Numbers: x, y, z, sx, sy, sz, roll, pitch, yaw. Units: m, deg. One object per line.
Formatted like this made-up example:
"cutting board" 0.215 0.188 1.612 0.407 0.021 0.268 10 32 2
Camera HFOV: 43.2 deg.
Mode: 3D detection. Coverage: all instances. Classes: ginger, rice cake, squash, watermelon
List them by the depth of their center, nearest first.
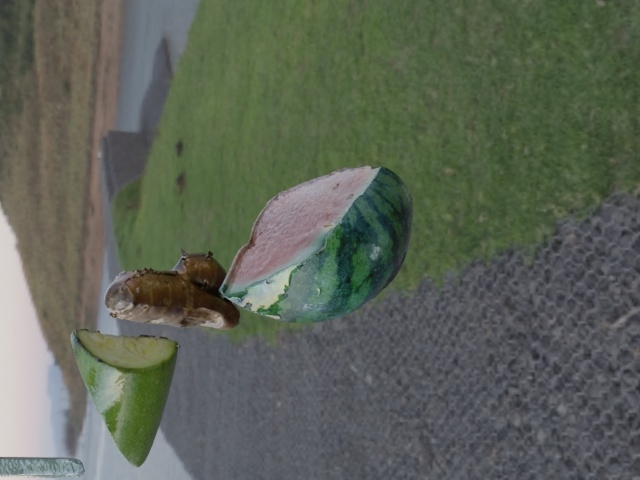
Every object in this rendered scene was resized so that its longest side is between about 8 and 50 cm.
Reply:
"squash" -0.363 0.304 1.429 0.288 0.203 0.111 -66 30 27
"watermelon" 0.027 -0.006 1.445 0.222 0.319 0.292 123 166 -55
"rice cake" -0.596 0.462 1.643 0.085 0.226 0.040 131 141 -66
"ginger" -0.428 0.134 2.323 0.176 0.418 0.254 -40 55 44
